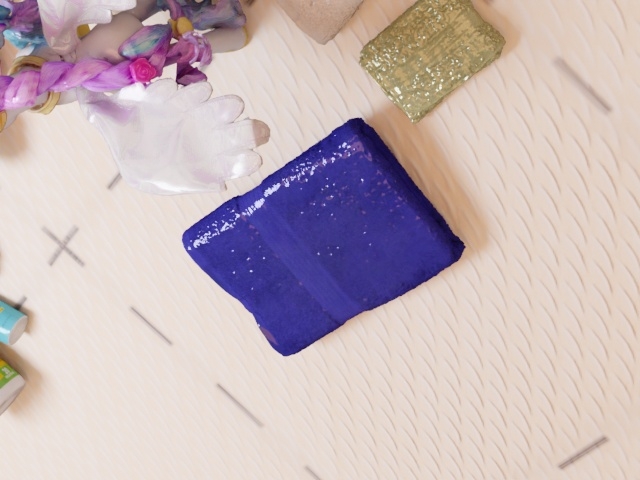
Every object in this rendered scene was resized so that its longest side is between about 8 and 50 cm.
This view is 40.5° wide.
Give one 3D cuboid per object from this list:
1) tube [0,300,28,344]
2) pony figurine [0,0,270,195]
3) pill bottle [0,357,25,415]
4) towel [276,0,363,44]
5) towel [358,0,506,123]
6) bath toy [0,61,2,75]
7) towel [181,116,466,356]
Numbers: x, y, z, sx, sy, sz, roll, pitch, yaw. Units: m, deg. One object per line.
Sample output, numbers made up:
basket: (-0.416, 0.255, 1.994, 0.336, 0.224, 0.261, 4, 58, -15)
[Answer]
tube: (-0.566, 0.097, 1.374, 0.207, 0.080, 0.052, 25, 151, 5)
pony figurine: (-0.220, -0.192, 0.915, 0.351, 0.363, 0.303, -13, 109, 26)
pill bottle: (-0.613, 0.199, 1.396, 0.245, 0.136, 0.136, 41, 122, -2)
towel: (-0.029, -0.375, 0.937, 0.282, 0.049, 0.187, 48, 122, -6)
towel: (0.122, -0.211, 0.972, 0.148, 0.027, 0.110, -38, 97, 33)
bath toy: (-0.486, -0.236, 1.140, 0.129, 0.151, 0.348, 42, 135, 42)
towel: (0.000, 0.000, 1.104, 0.308, 0.076, 0.228, -31, 108, 30)
